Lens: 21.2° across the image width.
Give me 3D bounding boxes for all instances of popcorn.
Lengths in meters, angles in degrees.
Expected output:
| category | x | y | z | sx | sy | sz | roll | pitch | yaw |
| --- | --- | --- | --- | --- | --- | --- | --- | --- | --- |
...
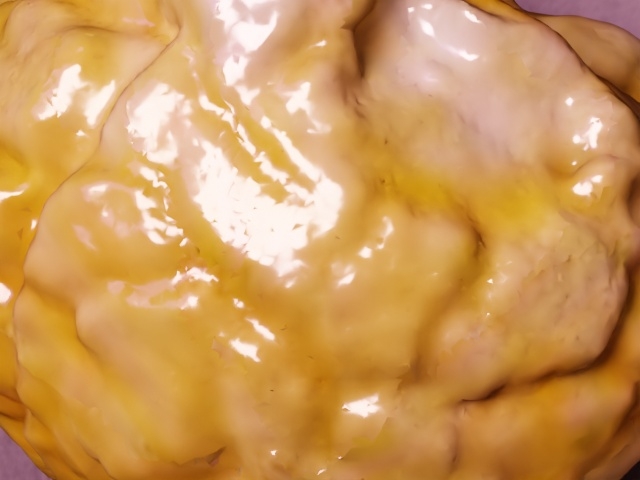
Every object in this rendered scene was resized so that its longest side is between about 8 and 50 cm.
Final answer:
| category | x | y | z | sx | sy | sz | roll | pitch | yaw |
| --- | --- | --- | --- | --- | --- | --- | --- | --- | --- |
| popcorn | -0.018 | 0.007 | 0.838 | 0.390 | 0.344 | 0.354 | -26 | 51 | 25 |
